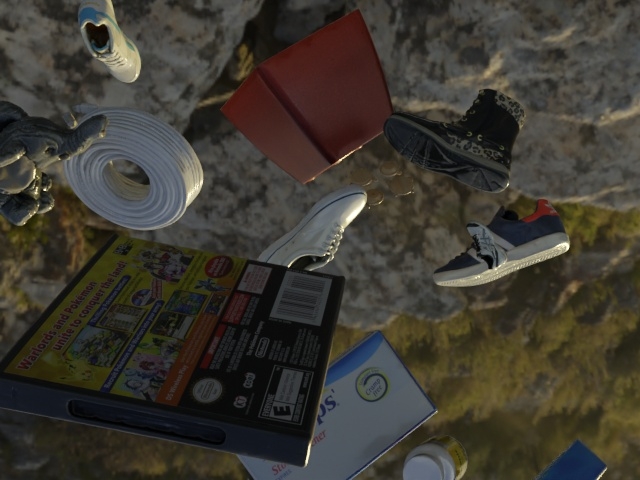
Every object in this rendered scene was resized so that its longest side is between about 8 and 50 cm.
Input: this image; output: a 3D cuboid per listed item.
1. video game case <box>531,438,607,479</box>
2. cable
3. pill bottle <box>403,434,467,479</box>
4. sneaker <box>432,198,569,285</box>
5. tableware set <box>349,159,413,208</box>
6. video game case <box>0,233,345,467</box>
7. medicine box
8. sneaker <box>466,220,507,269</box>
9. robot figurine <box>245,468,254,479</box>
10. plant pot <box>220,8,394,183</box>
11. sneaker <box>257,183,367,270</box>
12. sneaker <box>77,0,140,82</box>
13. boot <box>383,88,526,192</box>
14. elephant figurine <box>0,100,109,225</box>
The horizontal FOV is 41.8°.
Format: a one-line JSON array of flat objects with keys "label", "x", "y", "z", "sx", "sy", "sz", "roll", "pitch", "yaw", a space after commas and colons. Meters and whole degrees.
[{"label": "video game case", "x": 0.254, "y": 0.421, "z": 1.171, "sx": 0.270, "sy": 0.061, "sz": 0.244, "roll": -27, "pitch": 153, "yaw": -41}, {"label": "cable", "x": -0.355, "y": -0.134, "z": 1.584, "sx": 0.257, "sy": 0.089, "sz": 0.257, "roll": 1, "pitch": 131, "yaw": 17}, {"label": "pill bottle", "x": 0.140, "y": 0.281, "z": 1.041, "sx": 0.065, "sy": 0.065, "sz": 0.116, "roll": -19, "pitch": 169, "yaw": 20}, {"label": "sneaker", "x": 0.420, "y": 0.005, "z": 2.024, "sx": 0.350, "sy": 0.148, "sz": 0.131, "roll": -23, "pitch": 160, "yaw": 30}, {"label": "tableware set", "x": 0.166, "y": -0.158, "z": 2.279, "sx": 0.169, "sy": 0.141, "sz": 0.020, "roll": -18, "pitch": 142, "yaw": -5}, {"label": "video game case", "x": -0.114, "y": 0.082, "z": 0.749, "sx": 0.248, "sy": 0.275, "sz": 0.035, "roll": 11, "pitch": 115, "yaw": 3}, {"label": "medicine box", "x": 0.007, "y": 0.283, "z": 1.285, "sx": 0.263, "sy": 0.149, "sz": 0.289, "roll": -36, "pitch": 174, "yaw": -11}, {"label": "sneaker", "x": 0.247, "y": 0.008, "z": 1.272, "sx": 0.037, "sy": 0.083, "sz": 0.032, "roll": -37, "pitch": 172, "yaw": -24}, {"label": "robot figurine", "x": -0.052, "y": 0.484, "z": 1.626, "sx": 0.174, "sy": 0.278, "sz": 0.209, "roll": -22, "pitch": 168, "yaw": 40}, {"label": "plant pot", "x": -0.004, "y": -0.274, "z": 1.731, "sx": 0.267, "sy": 0.235, "sz": 0.267, "roll": -36, "pitch": -176, "yaw": -24}, {"label": "sneaker", "x": 0.000, "y": 0.000, "z": 1.629, "sx": 0.258, "sy": 0.091, "sz": 0.094, "roll": -42, "pitch": 145, "yaw": 3}, {"label": "sneaker", "x": -0.448, "y": -0.408, "z": 1.763, "sx": 0.088, "sy": 0.092, "sz": 0.228, "roll": -8, "pitch": 145, "yaw": 10}, {"label": "boot", "x": 0.243, "y": -0.201, "z": 1.483, "sx": 0.236, "sy": 0.178, "sz": 0.085, "roll": 26, "pitch": 148, "yaw": 2}, {"label": "elephant figurine", "x": -0.499, "y": -0.154, "z": 1.406, "sx": 0.186, "sy": 0.169, "sz": 0.239, "roll": -36, "pitch": 171, "yaw": -44}]
